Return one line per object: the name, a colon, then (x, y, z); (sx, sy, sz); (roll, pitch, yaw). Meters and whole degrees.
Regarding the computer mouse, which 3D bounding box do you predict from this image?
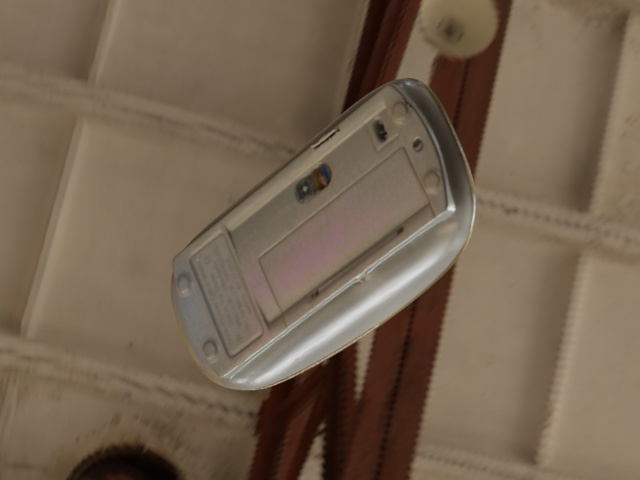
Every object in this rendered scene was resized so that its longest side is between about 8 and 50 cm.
computer mouse: (0.001, 0.000, 0.970); (0.045, 0.199, 0.102); (5, -126, -49)
